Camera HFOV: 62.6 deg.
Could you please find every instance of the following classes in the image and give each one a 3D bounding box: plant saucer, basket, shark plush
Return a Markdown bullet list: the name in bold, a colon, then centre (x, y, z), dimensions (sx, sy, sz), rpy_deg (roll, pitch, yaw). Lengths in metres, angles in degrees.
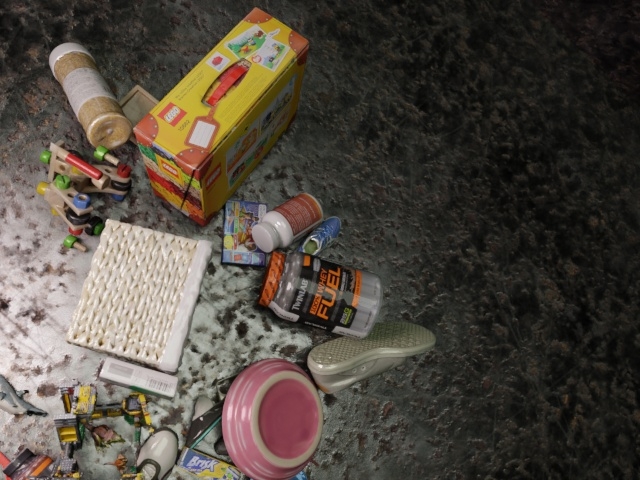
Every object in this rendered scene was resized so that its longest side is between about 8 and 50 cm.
- **plant saucer**: centre (-0.110, 0.491, 1.455), dimensions (0.332, 0.084, 0.332), rpy_deg (17, 63, -38)
- **basket**: centre (-0.449, 0.158, 1.358), dimensions (0.266, 0.328, 0.331), rpy_deg (15, 73, -11)
- **shark plush**: centre (-0.767, 0.398, 1.331), dimensions (0.161, 0.073, 0.067), rpy_deg (26, 39, -7)

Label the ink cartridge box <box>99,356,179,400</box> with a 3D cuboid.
- **ink cartridge box**: centre (-0.467, 0.366, 1.345), dimensions (0.181, 0.225, 0.056), rpy_deg (20, 60, -13)

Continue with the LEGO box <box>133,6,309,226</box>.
- **LEGO box**: centre (-0.264, -0.336, 1.502), dimensions (0.193, 0.372, 0.500), rpy_deg (34, 67, 5)

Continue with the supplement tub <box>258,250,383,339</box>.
- **supplement tub**: centre (-0.002, 0.156, 1.565), dimensions (0.337, 0.207, 0.207), rpy_deg (16, 72, -9)

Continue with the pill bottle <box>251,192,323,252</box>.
- **pill bottle**: centre (-0.102, -0.052, 1.613), dimensions (0.216, 0.121, 0.121), rpy_deg (-34, 89, -37)

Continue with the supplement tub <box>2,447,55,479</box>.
- **supplement tub**: centre (-0.673, 0.600, 1.283), dimensions (0.198, 0.106, 0.106), rpy_deg (44, 67, -4)

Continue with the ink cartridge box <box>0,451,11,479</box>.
- **ink cartridge box**: centre (-0.857, 0.621, 1.236), dimensions (0.296, 0.066, 0.261), rpy_deg (47, 68, -3)

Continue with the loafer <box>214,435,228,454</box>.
- **loafer**: centre (-0.213, 0.554, 1.477), dimensions (0.170, 0.061, 0.062), rpy_deg (-20, 85, -22)

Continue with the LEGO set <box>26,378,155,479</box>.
- **LEGO set**: centre (-0.528, 0.474, 1.257), dimensions (0.254, 0.192, 0.331), rpy_deg (7, 42, -10)

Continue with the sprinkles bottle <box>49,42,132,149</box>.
- **sprinkles bottle**: centre (-0.642, -0.405, 1.465), dimensions (0.121, 0.121, 0.355), rpy_deg (-24, 59, -23)

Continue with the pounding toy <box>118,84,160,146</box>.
- **pounding toy**: centre (-0.493, -0.361, 1.593), dimensions (0.206, 0.094, 0.181), rpy_deg (38, 68, -7)

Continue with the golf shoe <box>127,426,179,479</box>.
- **golf shoe**: centre (-0.449, 0.617, 1.350), dimensions (0.105, 0.120, 0.273), rpy_deg (31, 67, -8)

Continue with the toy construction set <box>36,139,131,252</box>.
- **toy construction set**: centre (-0.663, -0.172, 1.390), dimensions (0.237, 0.309, 0.257), rpy_deg (32, 61, -4)

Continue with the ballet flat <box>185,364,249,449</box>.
- **ballet flat**: centre (-0.281, 0.453, 1.471), dimensions (0.280, 0.095, 0.096), rpy_deg (-36, 80, -33)

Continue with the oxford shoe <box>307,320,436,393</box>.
- **oxford shoe**: centre (0.160, 0.357, 1.627), dimensions (0.449, 0.169, 0.130), rpy_deg (-11, 115, -28)

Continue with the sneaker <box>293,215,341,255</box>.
- **sneaker**: centre (0.000, 0.000, 1.681), dimensions (0.080, 0.081, 0.211), rpy_deg (43, 66, -3)

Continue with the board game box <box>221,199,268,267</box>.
- **board game box**: centre (-0.233, -0.022, 1.630), dimensions (0.136, 0.035, 0.201), rpy_deg (6, 75, -18)

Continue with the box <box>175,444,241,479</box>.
- **box**: centre (-0.304, 0.618, 1.434), dimensions (0.168, 0.054, 0.059), rpy_deg (28, 69, -11)

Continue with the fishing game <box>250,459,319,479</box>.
- **fishing game**: centre (-0.110, 0.693, 1.457), dimensions (0.189, 0.041, 0.264), rpy_deg (39, 50, -5)
